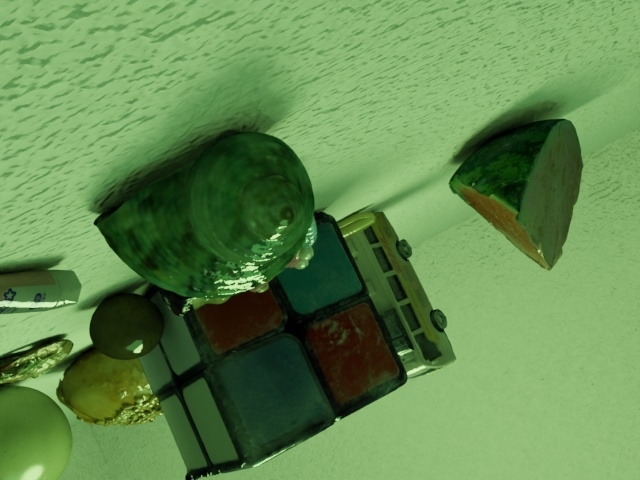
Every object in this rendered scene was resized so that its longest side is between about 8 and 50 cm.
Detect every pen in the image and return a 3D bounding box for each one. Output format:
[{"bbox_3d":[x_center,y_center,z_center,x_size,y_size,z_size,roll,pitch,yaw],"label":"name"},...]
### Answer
[{"bbox_3d":[0.000,0.000,1.360,0.233,0.032,0.040,-26,137,10],"label":"pen"}]

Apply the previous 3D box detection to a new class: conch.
[{"bbox_3d":[-0.090,-0.019,0.625,0.176,0.122,0.188,13,143,-38],"label":"conch"}]

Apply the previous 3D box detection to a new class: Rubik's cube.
[{"bbox_3d":[-0.103,0.179,1.164,0.318,0.313,0.316,-20,170,-34],"label":"Rubik's cube"}]

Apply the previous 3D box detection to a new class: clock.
[{"bbox_3d":[-0.112,0.017,0.872,0.195,0.100,0.194,-27,169,-15],"label":"clock"}]

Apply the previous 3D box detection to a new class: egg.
[{"bbox_3d":[-0.570,0.374,1.275,0.219,0.219,0.269,-25,160,-10],"label":"egg"}]

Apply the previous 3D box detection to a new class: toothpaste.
[{"bbox_3d":[-0.313,0.051,0.653,0.067,0.043,0.194,-27,167,29],"label":"toothpaste"}]

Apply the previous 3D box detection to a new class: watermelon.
[{"bbox_3d":[0.335,-0.099,1.277,0.222,0.319,0.292,2,149,36],"label":"watermelon"}]

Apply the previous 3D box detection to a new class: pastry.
[{"bbox_3d":[-0.377,0.290,1.472,0.316,0.184,0.284,-26,171,-2],"label":"pastry"}]

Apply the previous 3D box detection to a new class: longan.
[{"bbox_3d":[-0.281,0.126,1.021,0.106,0.106,0.119,-25,169,-12],"label":"longan"}]

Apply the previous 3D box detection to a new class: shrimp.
[{"bbox_3d":[-0.458,0.192,1.085,0.099,0.041,0.180,-32,170,27],"label":"shrimp"}]

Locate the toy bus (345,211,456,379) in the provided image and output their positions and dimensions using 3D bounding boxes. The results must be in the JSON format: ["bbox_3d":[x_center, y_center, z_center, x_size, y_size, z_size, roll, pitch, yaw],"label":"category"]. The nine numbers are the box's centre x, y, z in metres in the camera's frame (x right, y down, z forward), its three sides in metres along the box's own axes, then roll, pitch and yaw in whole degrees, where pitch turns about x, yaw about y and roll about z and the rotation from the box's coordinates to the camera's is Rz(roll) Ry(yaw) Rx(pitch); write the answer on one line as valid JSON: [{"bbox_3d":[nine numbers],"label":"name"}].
[{"bbox_3d":[0.147,0.108,1.405,0.097,0.342,0.138,-32,167,37],"label":"toy bus"}]
